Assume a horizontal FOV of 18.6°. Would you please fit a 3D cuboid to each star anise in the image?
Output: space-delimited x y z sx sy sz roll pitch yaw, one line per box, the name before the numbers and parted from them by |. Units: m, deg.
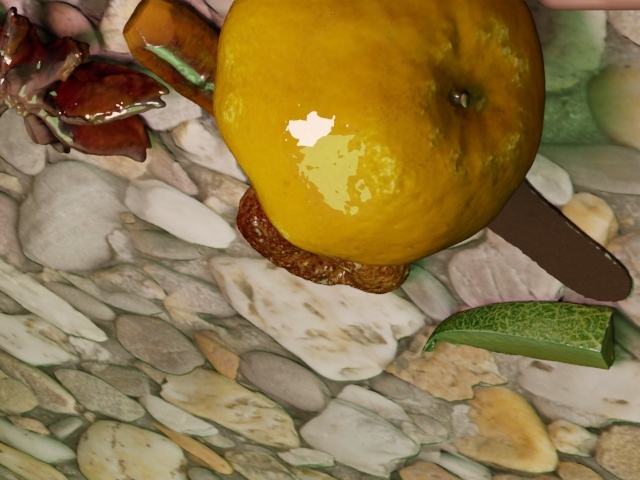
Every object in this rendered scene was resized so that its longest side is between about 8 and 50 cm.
star anise | -0.277 -0.159 1.898 0.288 0.088 0.288 22 161 8

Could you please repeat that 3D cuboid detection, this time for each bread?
bread | 0.000 0.000 1.921 0.193 0.064 0.193 23 160 9

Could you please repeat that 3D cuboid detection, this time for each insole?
insole | 0.163 -0.042 1.810 0.328 0.007 0.111 39 148 -17

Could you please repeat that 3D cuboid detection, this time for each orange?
orange | 0.045 -0.118 1.545 0.235 0.279 0.279 10 146 50

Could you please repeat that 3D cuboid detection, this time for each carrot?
carrot | -0.066 -0.133 1.804 0.260 0.070 0.070 35 148 -14

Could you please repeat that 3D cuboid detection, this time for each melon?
melon | 0.200 0.098 1.964 0.261 0.053 0.114 -2 156 45

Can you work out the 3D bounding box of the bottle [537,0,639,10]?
bottle | 0.232 -0.201 1.488 0.140 0.053 0.053 5 141 33
